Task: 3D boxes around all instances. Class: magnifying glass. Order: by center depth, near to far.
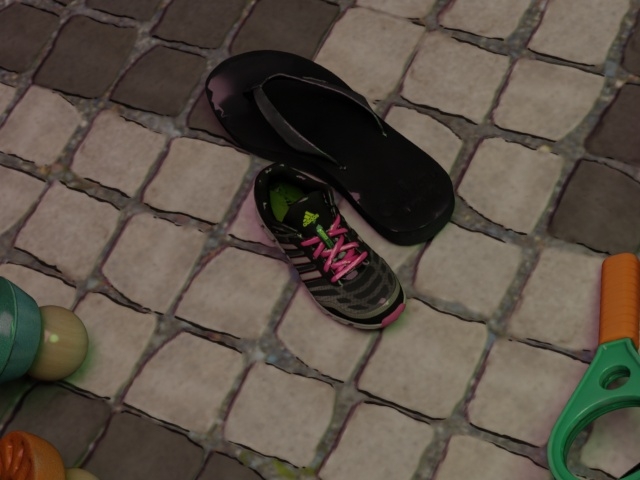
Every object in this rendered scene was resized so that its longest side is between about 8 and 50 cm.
[{"bbox_3d":[0.205,0.091,0.910,0.092,0.026,0.231,-18,32,27],"label":"magnifying glass"}]

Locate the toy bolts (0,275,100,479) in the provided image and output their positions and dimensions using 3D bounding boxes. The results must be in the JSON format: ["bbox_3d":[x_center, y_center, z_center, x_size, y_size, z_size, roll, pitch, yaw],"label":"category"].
[{"bbox_3d":[-0.261,0.144,1.001,0.218,0.158,0.228,-25,59,47],"label":"toy bolts"}]

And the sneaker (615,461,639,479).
[{"bbox_3d":[0.252,0.175,0.864,0.152,0.084,0.058,-11,59,7],"label":"sneaker"}]

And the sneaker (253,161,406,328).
[{"bbox_3d":[0.000,0.000,1.027,0.063,0.075,0.170,-37,60,-9],"label":"sneaker"}]

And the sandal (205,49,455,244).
[{"bbox_3d":[0.008,-0.094,1.091,0.254,0.054,0.097,34,72,27],"label":"sandal"}]
